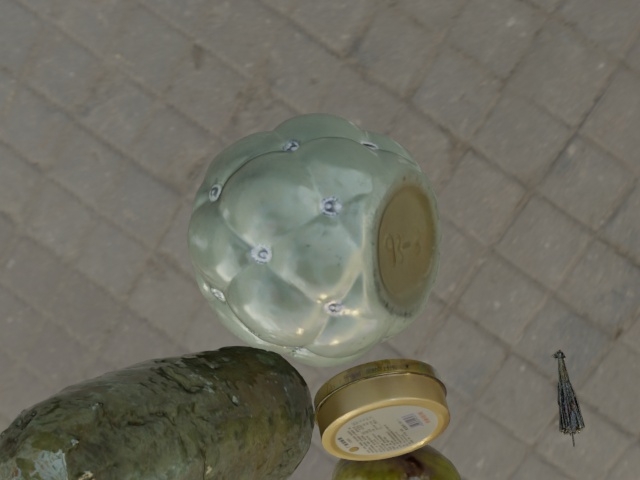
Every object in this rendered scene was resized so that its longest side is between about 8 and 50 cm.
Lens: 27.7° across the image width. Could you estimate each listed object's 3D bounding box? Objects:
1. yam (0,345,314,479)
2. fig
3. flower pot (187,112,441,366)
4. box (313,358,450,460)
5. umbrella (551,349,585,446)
[{"bbox_3d":[-0.120,0.152,0.939,0.133,0.330,0.133,0,91,22],"label":"yam"},{"bbox_3d":[0.087,0.277,1.430,0.153,0.136,0.120,19,109,12],"label":"fig"},{"bbox_3d":[0.000,0.000,1.252,0.195,0.246,0.246,2,105,32],"label":"flower pot"},{"bbox_3d":[0.047,0.132,1.003,0.105,0.105,0.037,-31,51,25],"label":"box"},{"bbox_3d":[0.209,0.134,1.099,0.020,0.031,0.083,-25,66,32],"label":"umbrella"}]
